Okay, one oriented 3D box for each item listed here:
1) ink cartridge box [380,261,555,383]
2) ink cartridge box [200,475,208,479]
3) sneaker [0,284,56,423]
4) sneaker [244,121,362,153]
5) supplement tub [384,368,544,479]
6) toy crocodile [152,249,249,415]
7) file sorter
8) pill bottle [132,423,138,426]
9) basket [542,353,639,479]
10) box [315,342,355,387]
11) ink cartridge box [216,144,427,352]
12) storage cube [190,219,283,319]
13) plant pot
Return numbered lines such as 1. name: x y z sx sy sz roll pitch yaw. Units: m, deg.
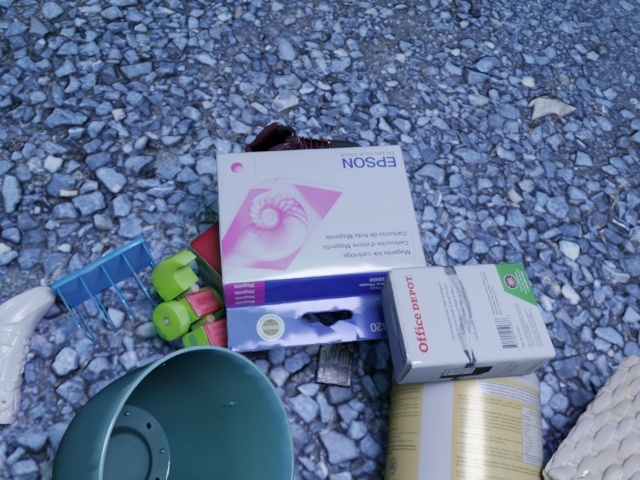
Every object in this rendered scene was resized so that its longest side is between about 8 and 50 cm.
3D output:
1. ink cartridge box: 0.203 0.118 0.763 0.209 0.086 0.153 -1 57 -9
2. ink cartridge box: -0.119 0.477 0.830 0.171 0.056 0.235 -34 71 -21
3. sneaker: -0.540 0.218 0.887 0.152 0.114 0.305 36 69 -5
4. sneaker: -0.027 -0.183 1.094 0.282 0.162 0.106 -13 67 -12
5. supplement tub: 0.229 0.312 0.846 0.241 0.241 0.331 11 64 -2
6. toy crocodile: -0.184 0.179 0.895 0.115 0.105 0.340 -18 80 -57
7. file sorter: -0.364 0.093 0.949 0.170 0.118 0.104 -32 76 -20
8. pill bottle: -0.339 0.372 0.829 0.094 0.094 0.169 13 64 0
9. basket: 0.549 0.377 0.739 0.331 0.328 0.266 -30 111 -32
10. box: 0.028 0.229 0.984 0.067 0.018 0.083 8 64 -3
11. ink cartridge box: 0.000 0.000 0.859 0.324 0.071 0.330 -5 65 -9
12. storage cube: -0.098 0.043 0.967 0.215 0.183 0.193 42 68 13
13. plant pot: -0.222 0.308 0.725 0.293 0.235 0.292 24 57 -43
